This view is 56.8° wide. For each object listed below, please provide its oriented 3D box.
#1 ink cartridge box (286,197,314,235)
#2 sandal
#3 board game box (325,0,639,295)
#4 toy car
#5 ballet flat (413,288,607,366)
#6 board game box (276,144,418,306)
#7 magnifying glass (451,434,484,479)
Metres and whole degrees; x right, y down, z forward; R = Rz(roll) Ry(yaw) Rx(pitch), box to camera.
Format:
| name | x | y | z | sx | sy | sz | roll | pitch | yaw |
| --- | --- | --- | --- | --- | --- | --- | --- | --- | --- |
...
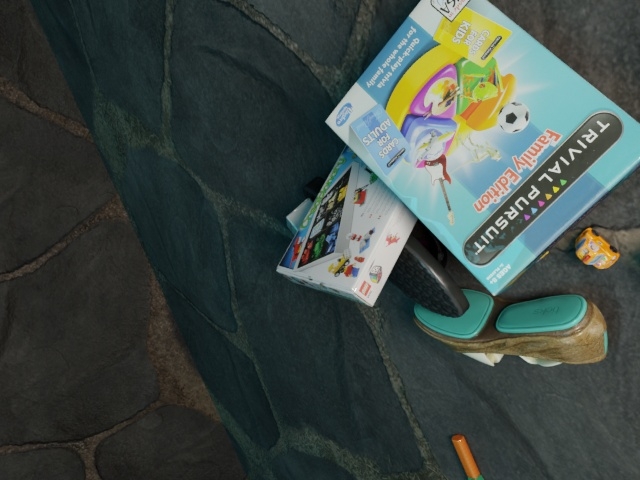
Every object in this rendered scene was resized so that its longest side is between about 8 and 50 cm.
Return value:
| name | x | y | z | sx | sy | sz | roll | pitch | yaw |
| --- | --- | --- | --- | --- | --- | --- | --- | --- | --- |
| ink cartridge box | 0.000 | 0.000 | 1.167 | 0.150 | 0.063 | 0.109 | 51 | 173 | 5 |
| sandal | 0.115 | -0.024 | 1.051 | 0.446 | 0.107 | 0.167 | 41 | 165 | 48 |
| board game box | 0.203 | -0.139 | 0.765 | 0.336 | 0.079 | 0.253 | 49 | 113 | 20 |
| toy car | 0.350 | 0.028 | 0.830 | 0.060 | 0.041 | 0.122 | 59 | 147 | 5 |
| ballet flat | 0.298 | 0.149 | 0.952 | 0.343 | 0.116 | 0.124 | -9 | 126 | 52 |
| board game box | 0.071 | -0.057 | 0.937 | 0.053 | 0.305 | 0.193 | 39 | 163 | -36 |
| magnifying glass | 0.330 | 0.510 | 1.235 | 0.092 | 0.026 | 0.230 | -14 | 104 | 57 |
